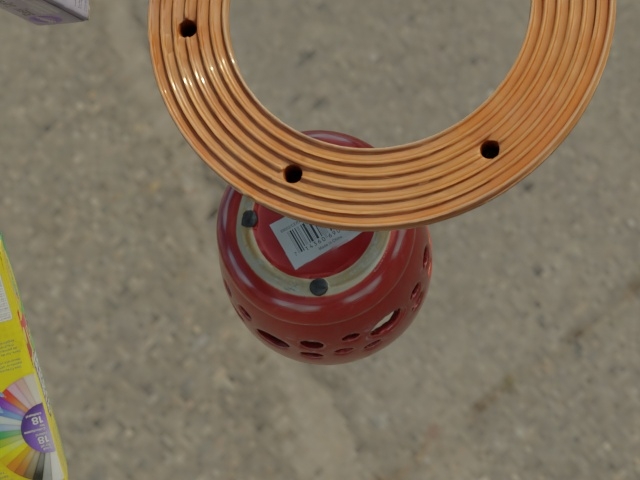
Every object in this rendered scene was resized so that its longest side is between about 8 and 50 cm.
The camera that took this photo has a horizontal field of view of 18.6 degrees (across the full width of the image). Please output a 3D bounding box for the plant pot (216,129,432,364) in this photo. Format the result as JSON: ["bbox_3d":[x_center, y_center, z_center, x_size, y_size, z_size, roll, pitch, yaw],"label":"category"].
[{"bbox_3d":[0.000,0.000,1.701,0.191,0.174,0.191,-2,74,5],"label":"plant pot"}]

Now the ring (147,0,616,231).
[{"bbox_3d":[0.042,-0.165,1.399,0.336,0.032,0.337,-3,72,9],"label":"ring"}]

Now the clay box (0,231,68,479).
[{"bbox_3d":[-0.263,0.116,1.416,0.127,0.222,0.053,-13,19,-3],"label":"clay box"}]

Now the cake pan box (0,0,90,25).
[{"bbox_3d":[-0.298,-0.360,1.873,0.070,0.246,0.267,-2,84,17],"label":"cake pan box"}]
